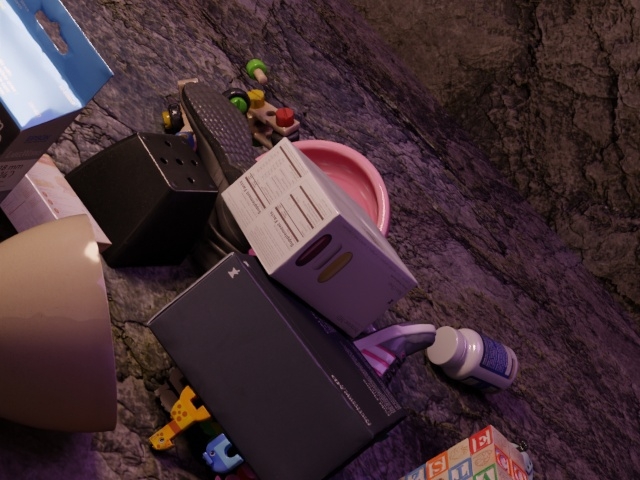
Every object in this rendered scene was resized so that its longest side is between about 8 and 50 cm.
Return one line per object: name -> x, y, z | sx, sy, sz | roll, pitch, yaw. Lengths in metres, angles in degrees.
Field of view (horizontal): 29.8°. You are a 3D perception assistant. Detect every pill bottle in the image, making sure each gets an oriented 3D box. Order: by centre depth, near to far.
pill bottle -> 0.317, 0.248, 2.535 | 0.187, 0.112, 0.112 | 26, 32, -37

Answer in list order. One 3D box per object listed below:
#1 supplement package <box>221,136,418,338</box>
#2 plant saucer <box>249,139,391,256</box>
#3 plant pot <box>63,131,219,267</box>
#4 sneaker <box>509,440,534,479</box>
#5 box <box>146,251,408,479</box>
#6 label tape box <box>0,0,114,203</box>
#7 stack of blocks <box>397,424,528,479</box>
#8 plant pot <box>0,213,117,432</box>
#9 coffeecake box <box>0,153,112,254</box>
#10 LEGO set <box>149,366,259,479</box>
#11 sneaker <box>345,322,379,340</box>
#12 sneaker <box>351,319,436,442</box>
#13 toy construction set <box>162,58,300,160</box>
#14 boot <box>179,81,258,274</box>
supplement package -> 0.000, 0.000, 1.931 | 0.262, 0.145, 0.204 | 39, 13, -48
plant saucer -> -0.029, -0.024, 2.200 | 0.332, 0.332, 0.084 | 63, 2, 30
plant pot -> -0.287, -0.080, 2.018 | 0.188, 0.167, 0.187 | -2, 53, -56
sneaker -> 0.406, 0.495, 2.331 | 0.151, 0.094, 0.256 | -8, 56, -53
box -> -0.057, 0.204, 1.863 | 0.343, 0.179, 0.312 | 52, 8, 11
label tape box -> -0.485, -0.212, 1.707 | 0.240, 0.334, 0.106 | 53, 26, 12
stack of blocks -> 0.174, 0.431, 1.833 | 0.087, 0.297, 0.171 | 44, 24, -24
plant pot -> -0.377, 0.116, 1.536 | 0.191, 0.284, 0.284 | -6, 49, -16
coffeecake box -> -0.423, -0.050, 1.841 | 0.185, 0.068, 0.142 | 53, 10, 12
LEGO set -> -0.188, 0.293, 1.749 | 0.227, 0.093, 0.087 | 51, -6, 20
sneaker -> 0.044, 0.179, 2.234 | 0.105, 0.115, 0.281 | 58, 7, 29
sneaker -> 0.096, 0.255, 2.087 | 0.295, 0.124, 0.178 | -17, 71, -20
toy construction set -> -0.169, -0.206, 2.361 | 0.309, 0.257, 0.237 | 53, 4, -40
boot -> -0.203, -0.100, 2.124 | 0.118, 0.222, 0.338 | 4, 47, -45
